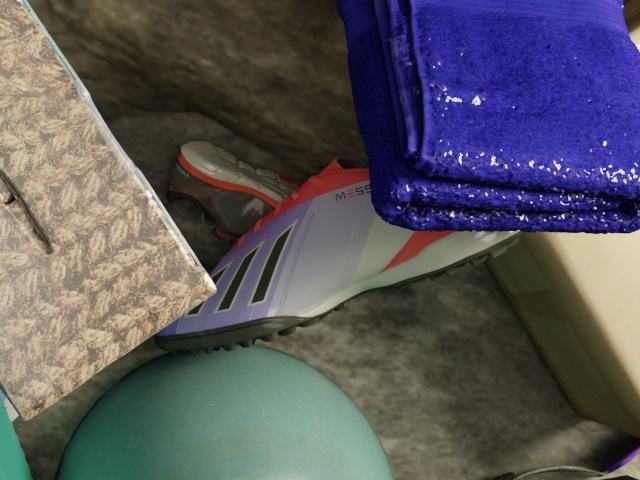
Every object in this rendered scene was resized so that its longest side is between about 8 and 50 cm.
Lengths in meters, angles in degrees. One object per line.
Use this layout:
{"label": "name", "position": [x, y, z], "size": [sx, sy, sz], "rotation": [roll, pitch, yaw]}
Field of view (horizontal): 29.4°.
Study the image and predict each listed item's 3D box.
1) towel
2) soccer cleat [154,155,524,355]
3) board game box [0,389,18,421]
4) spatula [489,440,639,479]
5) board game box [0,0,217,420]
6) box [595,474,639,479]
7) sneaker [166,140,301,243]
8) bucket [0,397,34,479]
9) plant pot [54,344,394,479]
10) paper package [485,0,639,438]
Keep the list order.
{"label": "towel", "position": [0.130, -0.145, 0.886], "size": [0.227, 0.076, 0.308], "rotation": [0, 54, -9]}
{"label": "soccer cleat", "position": [0.000, 0.000, 0.958], "size": [0.318, 0.108, 0.116], "rotation": [-21, 93, 19]}
{"label": "board game box", "position": [-0.288, 0.123, 0.971], "size": [0.090, 0.020, 0.090], "rotation": [-44, 102, -6]}
{"label": "spatula", "position": [0.197, 0.213, 1.088], "size": [0.296, 0.084, 0.030], "rotation": [-18, 74, -7]}
{"label": "board game box", "position": [-0.215, -0.028, 0.850], "size": [0.141, 0.291, 0.232], "rotation": [-34, 99, -12]}
{"label": "box", "position": [0.274, 0.262, 1.104], "size": [0.052, 0.062, 0.083], "rotation": [-6, 93, -16]}
{"label": "sneaker", "position": [-0.058, -0.024, 1.023], "size": [0.158, 0.061, 0.065], "rotation": [28, 111, -13]}
{"label": "bucket", "position": [-0.297, 0.205, 0.837], "size": [0.183, 0.281, 0.281], "rotation": [-21, 96, -8]}
{"label": "plant pot", "position": [-0.058, 0.232, 0.947], "size": [0.290, 0.195, 0.290], "rotation": [0, 91, -15]}
{"label": "paper package", "position": [0.300, -0.036, 1.052], "size": [0.309, 0.168, 0.325], "rotation": [-33, 98, -12]}
